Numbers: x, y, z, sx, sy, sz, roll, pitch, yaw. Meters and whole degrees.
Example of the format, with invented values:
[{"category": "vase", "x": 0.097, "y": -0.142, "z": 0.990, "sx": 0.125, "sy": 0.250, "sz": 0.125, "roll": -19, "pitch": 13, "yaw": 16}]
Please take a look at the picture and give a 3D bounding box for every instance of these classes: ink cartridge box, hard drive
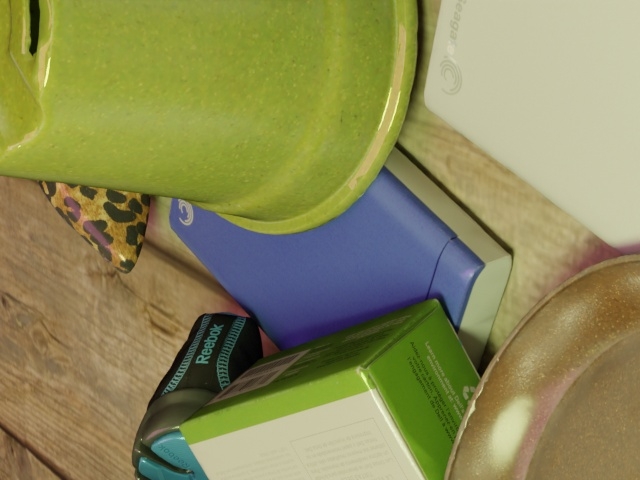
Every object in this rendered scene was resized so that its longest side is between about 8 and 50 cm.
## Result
[{"category": "ink cartridge box", "x": 0.049, "y": 0.190, "z": 1.108, "sx": 0.188, "sy": 0.097, "sz": 0.255, "roll": -22, "pitch": 101, "yaw": 44}, {"category": "hard drive", "x": 0.000, "y": 0.000, "z": 1.201, "sx": 0.319, "sy": 0.040, "sz": 0.210, "roll": 46, "pitch": 138, "yaw": 35}, {"category": "hard drive", "x": 0.181, "y": -0.090, "z": 0.901, "sx": 0.307, "sy": 0.040, "sz": 0.203, "roll": 41, "pitch": 135, "yaw": 38}]

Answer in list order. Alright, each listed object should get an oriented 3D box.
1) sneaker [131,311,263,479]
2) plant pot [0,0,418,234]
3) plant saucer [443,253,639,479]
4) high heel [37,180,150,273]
[{"category": "sneaker", "x": -0.070, "y": 0.197, "z": 1.334, "sx": 0.341, "sy": 0.125, "sz": 0.140, "roll": 93, "pitch": -171, "yaw": -52}, {"category": "plant pot", "x": -0.122, "y": -0.134, "z": 1.075, "sx": 0.276, "sy": 0.254, "sz": 0.276, "roll": 5, "pitch": 97, "yaw": 46}, {"category": "plant saucer", "x": 0.163, "y": 0.163, "z": 0.879, "sx": 0.310, "sy": 0.050, "sz": 0.311, "roll": -34, "pitch": 49, "yaw": 51}, {"category": "high heel", "x": -0.182, "y": -0.118, "z": 1.362, "sx": 0.261, "sy": 0.093, "sz": 0.186, "roll": 70, "pitch": 154, "yaw": 21}]
